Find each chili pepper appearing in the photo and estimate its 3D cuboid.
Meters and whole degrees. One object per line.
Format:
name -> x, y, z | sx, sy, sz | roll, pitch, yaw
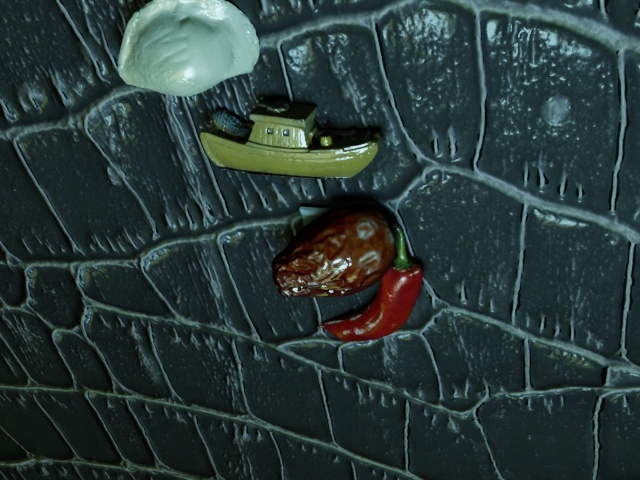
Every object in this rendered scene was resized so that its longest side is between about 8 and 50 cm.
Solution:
chili pepper -> 0.111, 0.124, 1.713 | 0.137, 0.092, 0.368 | 39, 133, 6

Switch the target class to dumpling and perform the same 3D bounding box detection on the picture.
dumpling -> -0.225, -0.322, 1.403 | 0.215, 0.126, 0.167 | 4, 117, 24

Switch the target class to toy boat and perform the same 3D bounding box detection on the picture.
toy boat -> -0.053, -0.179, 1.487 | 0.321, 0.089, 0.122 | 7, 122, 17

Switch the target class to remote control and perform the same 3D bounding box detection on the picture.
remote control -> 0.000, 0.000, 1.679 | 0.065, 0.029, 0.166 | 4, 133, 19

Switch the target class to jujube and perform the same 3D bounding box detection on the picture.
jujube -> 0.020, 0.028, 1.568 | 0.236, 0.168, 0.168 | -23, 125, 2
